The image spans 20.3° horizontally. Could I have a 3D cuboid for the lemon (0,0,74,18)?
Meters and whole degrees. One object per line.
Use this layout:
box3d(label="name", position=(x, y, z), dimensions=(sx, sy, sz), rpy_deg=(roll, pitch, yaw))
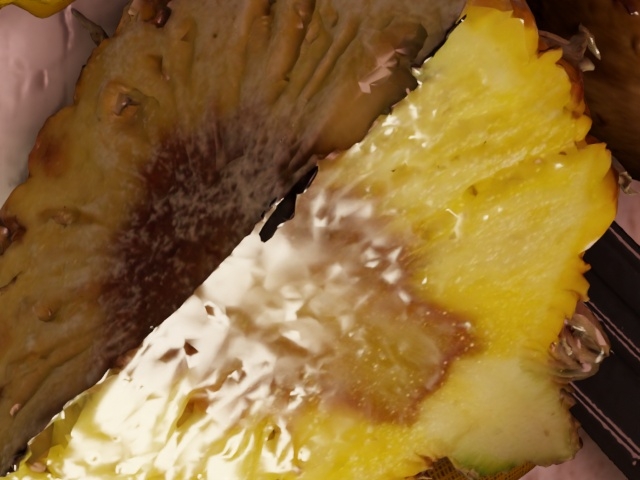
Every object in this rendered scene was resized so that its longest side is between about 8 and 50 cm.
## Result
box3d(label="lemon", position=(-0.115, -0.211, 0.765), dimensions=(0.204, 0.204, 0.260), rpy_deg=(29, 82, -25))

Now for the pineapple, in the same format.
box3d(label="pineapple", position=(0.002, 0.001, 0.883), dimensions=(0.344, 0.209, 0.286), rpy_deg=(-45, 136, 15))

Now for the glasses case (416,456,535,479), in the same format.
box3d(label="glasses case", position=(0.022, 0.132, 0.944), dimensions=(0.234, 0.064, 0.079), rpy_deg=(-28, 113, -19))

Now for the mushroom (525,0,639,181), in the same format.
box3d(label="mushroom", position=(0.246, -0.208, 0.908), dimensions=(0.334, 0.331, 0.356), rpy_deg=(-7, 72, 4))

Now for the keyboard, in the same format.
box3d(label="keyboard", position=(0.242, 0.132, 0.983), dimensions=(0.103, 0.041, 0.381), rpy_deg=(-44, 84, 7))
